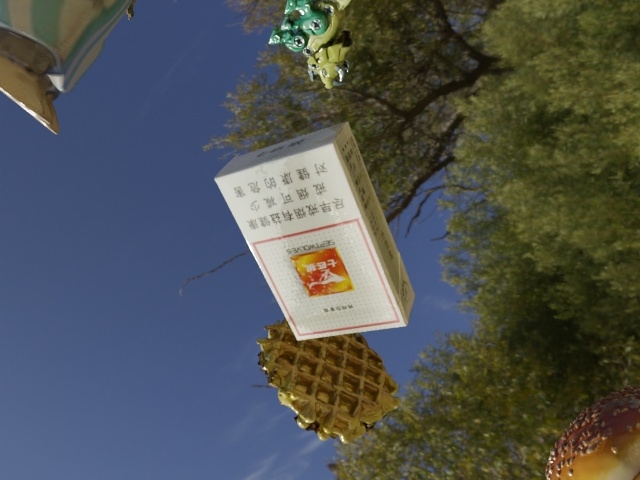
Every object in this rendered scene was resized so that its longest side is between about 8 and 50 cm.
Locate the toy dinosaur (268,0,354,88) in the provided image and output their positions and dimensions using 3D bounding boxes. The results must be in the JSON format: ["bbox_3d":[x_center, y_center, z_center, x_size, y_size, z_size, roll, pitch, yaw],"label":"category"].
[{"bbox_3d":[0.005,-0.395,0.976,0.153,0.259,0.094,26,-131,0],"label":"toy dinosaur"}]

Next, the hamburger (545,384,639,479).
[{"bbox_3d":[0.401,0.295,0.740,0.237,0.147,0.237,-43,-27,-29],"label":"hamburger"}]

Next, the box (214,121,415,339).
[{"bbox_3d":[-0.001,0.000,0.897,0.330,0.210,0.095,66,-153,-22],"label":"box"}]

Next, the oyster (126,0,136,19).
[{"bbox_3d":[-0.241,-0.321,0.692,0.019,0.054,0.083,-8,-109,-26],"label":"oyster"}]

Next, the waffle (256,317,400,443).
[{"bbox_3d":[0.023,0.350,1.501,0.380,0.382,0.095,-12,-36,-44],"label":"waffle"}]

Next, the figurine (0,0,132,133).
[{"bbox_3d":[-0.293,-0.347,0.454,0.378,0.266,0.361,33,-97,-17],"label":"figurine"}]
